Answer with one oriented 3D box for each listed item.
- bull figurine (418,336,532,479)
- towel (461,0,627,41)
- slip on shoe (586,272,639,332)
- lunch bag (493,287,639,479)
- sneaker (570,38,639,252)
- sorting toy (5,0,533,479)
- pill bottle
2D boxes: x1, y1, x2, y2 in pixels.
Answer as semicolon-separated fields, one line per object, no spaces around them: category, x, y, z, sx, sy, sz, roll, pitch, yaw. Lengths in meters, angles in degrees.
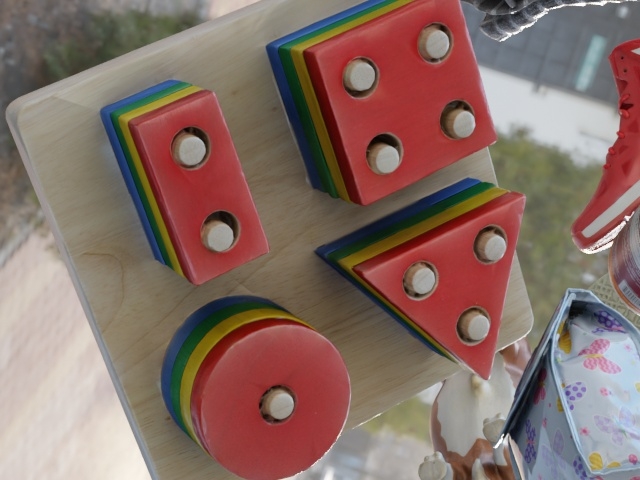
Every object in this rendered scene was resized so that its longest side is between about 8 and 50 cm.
bull figurine;0.144;0.176;1.169;0.188;0.101;0.310;65;18;-51
towel;0.249;-0.276;1.056;0.283;0.235;0.121;-48;124;-31
slip on shoe;0.469;0.067;1.645;0.101;0.331;0.123;41;34;-49
lunch bag;0.100;0.071;0.531;0.071;0.053;0.083;104;-19;-51
sneaker;0.290;-0.100;1.255;0.221;0.128;0.087;-44;160;4
sorting toy;0.000;0.000;0.746;0.089;0.257;0.255;25;-43;61
pill bottle;0.257;0.000;0.939;0.152;0.086;0.086;97;12;-73
